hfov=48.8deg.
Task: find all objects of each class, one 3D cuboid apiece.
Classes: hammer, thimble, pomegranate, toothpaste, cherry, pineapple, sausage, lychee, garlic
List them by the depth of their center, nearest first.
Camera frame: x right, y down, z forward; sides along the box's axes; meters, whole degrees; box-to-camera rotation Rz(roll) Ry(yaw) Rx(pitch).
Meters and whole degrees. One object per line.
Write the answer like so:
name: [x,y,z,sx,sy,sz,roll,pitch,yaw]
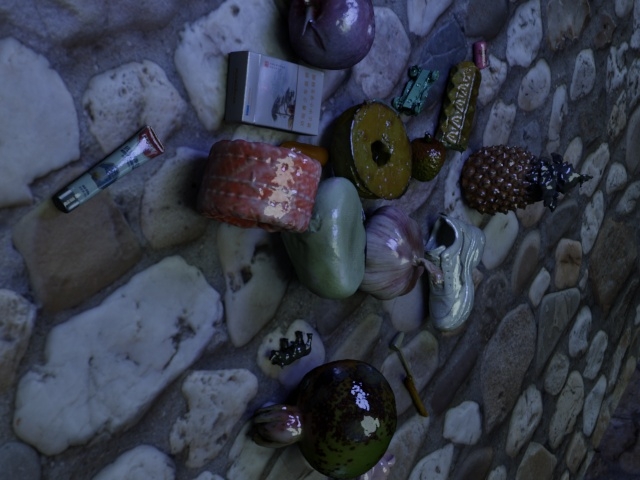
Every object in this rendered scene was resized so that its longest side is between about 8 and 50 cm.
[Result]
toothpaste: [-0.385,-0.130,1.296,0.239,0.039,0.062,-45,119,-35]
thimble: [-0.122,-0.108,1.434,0.239,0.239,0.162,15,82,-46]
cherry: [0.027,-0.487,1.567,0.266,0.183,0.214,13,95,-62]
sausage: [-0.037,-0.194,1.638,0.183,0.054,0.062,3,122,-49]
pomegranate: [0.004,0.416,1.658,0.340,0.285,0.285,0,97,-20]
garlic: [0.212,0.051,1.801,0.245,0.253,0.245,-21,120,-42]
lychee: [0.288,-0.229,1.928,0.114,0.114,0.147,-29,130,-40]
hammer: [0.250,0.347,2.050,0.060,0.028,0.195,-53,133,-35]
pineapple: [0.616,-0.177,2.105,0.222,0.357,0.223,-8,101,-48]
hammer: [0.485,-0.561,2.136,0.043,0.043,0.083,-22,110,-42]

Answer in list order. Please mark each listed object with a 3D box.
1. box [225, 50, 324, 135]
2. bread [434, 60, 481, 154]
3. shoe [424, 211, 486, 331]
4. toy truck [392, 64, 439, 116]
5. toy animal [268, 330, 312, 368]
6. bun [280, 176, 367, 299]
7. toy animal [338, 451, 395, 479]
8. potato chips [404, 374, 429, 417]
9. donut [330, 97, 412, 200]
box: [-0.098,-0.317,1.546,0.233,0.067,0.150,2,93,-47]
bread: [0.402,-0.390,2.044,0.087,0.098,0.270,86,17,-84]
shoe: [0.356,0.084,2.047,0.210,0.132,0.342,29,71,-40]
toy truck: [0.264,-0.398,1.909,0.154,0.080,0.078,-63,155,-19]
toy animal: [-0.073,0.265,1.677,0.135,0.047,0.065,-18,117,-49]
bun: [0.000,0.000,1.626,0.283,0.179,0.284,-3,90,-70]
toy animal: [0.149,0.624,1.916,0.212,0.124,0.124,14,86,-43]
potato chips: [0.283,0.461,2.092,0.026,0.037,0.204,-41,130,-22]
donut: [0.117,-0.216,1.743,0.272,0.107,0.272,8,80,-53]
